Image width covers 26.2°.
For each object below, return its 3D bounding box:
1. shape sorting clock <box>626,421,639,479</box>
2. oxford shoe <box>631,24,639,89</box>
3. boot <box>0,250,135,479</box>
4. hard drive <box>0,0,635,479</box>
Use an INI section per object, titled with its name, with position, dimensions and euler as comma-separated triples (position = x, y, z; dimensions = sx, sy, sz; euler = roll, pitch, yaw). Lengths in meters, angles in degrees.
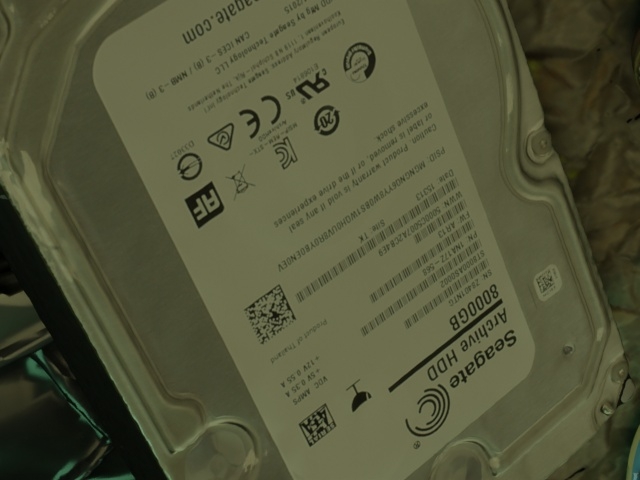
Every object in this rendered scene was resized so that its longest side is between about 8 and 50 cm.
[shape sorting clock]
position = 0.270, 0.143, 0.746
dimensions = 0.206, 0.040, 0.206
euler = 5, 105, 21
[oxford shoe]
position = 0.304, 0.023, 0.623
dimensions = 0.397, 0.146, 0.140
euler = 31, 142, -12
[boot]
position = -0.117, 0.185, 0.753
dimensions = 0.367, 0.146, 0.445
euler = -23, 125, 14
[hard drive]
position = 0.000, 0.000, 0.590
dimensions = 0.237, 0.064, 0.339
euler = -36, 120, -22
